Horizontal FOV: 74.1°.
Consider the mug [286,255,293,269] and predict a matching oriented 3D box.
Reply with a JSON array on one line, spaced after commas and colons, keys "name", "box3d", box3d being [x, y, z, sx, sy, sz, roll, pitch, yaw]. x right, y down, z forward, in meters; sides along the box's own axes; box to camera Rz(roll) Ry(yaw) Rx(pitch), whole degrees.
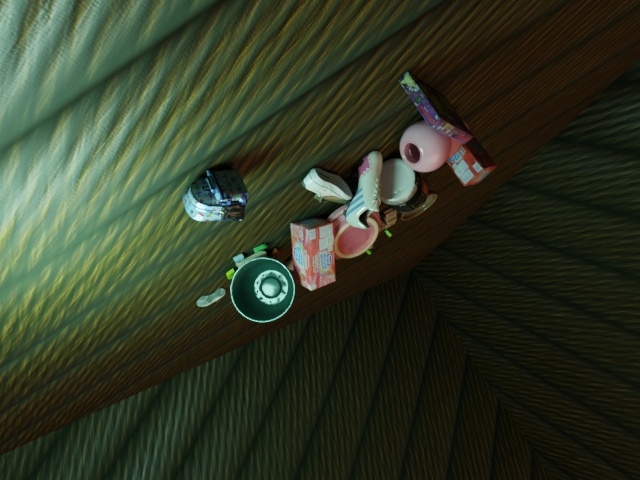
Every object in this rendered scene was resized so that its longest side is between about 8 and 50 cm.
[{"name": "mug", "box3d": [-0.151, 0.113, 2.317, 0.062, 0.078, 0.064, 12, 135, -15]}]

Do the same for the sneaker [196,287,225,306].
[{"name": "sneaker", "box3d": [-0.555, 0.299, 2.161, 0.152, 0.053, 0.061, -24, 163, -20]}]

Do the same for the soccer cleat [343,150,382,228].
[{"name": "soccer cleat", "box3d": [0.211, -0.202, 1.768, 0.116, 0.143, 0.331, -3, 119, -48]}]

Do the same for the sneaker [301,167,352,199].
[{"name": "sneaker", "box3d": [0.026, -0.215, 1.689, 0.091, 0.094, 0.258, -31, 147, 30]}]

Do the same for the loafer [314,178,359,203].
[{"name": "loafer", "box3d": [0.088, -0.204, 1.814, 0.251, 0.087, 0.094, -18, 157, -34]}]

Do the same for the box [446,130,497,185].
[{"name": "box", "box3d": [0.666, -0.392, 1.954, 0.123, 0.257, 0.128, -14, 155, -36]}]

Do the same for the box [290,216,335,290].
[{"name": "box", "box3d": [-0.032, 0.057, 1.969, 0.154, 0.142, 0.300, -18, 116, -34]}]

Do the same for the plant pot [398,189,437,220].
[{"name": "plant pot", "box3d": [0.527, -0.225, 2.390, 0.237, 0.110, 0.237, -28, 160, -11]}]

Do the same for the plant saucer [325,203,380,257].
[{"name": "plant saucer", "box3d": [0.158, -0.033, 2.078, 0.332, 0.084, 0.332, -18, 135, -18]}]

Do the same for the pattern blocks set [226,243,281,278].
[{"name": "pattern blocks set", "box3d": [-0.327, 0.111, 2.071, 0.285, 0.026, 0.325, -23, 160, -22]}]

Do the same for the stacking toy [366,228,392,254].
[{"name": "stacking toy", "box3d": [0.247, -0.060, 2.230, 0.167, 0.221, 0.052, -41, -179, 21]}]

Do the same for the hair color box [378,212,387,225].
[{"name": "hair color box", "box3d": [0.190, -0.034, 2.368, 0.347, 0.105, 0.174, -37, 161, 14]}]

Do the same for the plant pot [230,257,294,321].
[{"name": "plant pot", "box3d": [-0.254, 0.230, 2.028, 0.293, 0.293, 0.235, -31, 175, 1]}]

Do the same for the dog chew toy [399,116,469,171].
[{"name": "dog chew toy", "box3d": [0.482, -0.412, 1.739, 0.332, 0.206, 0.206, -29, 162, -28]}]

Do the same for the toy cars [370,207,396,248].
[{"name": "toy cars", "box3d": [0.340, -0.048, 2.547, 0.393, 0.087, 0.176, -46, 157, 27]}]

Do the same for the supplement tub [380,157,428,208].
[{"name": "supplement tub", "box3d": [0.382, -0.243, 1.977, 0.207, 0.207, 0.338, -37, 160, 16]}]

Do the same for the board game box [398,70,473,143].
[{"name": "board game box", "box3d": [0.415, -0.458, 1.493, 0.056, 0.208, 0.347, -42, 157, 29]}]

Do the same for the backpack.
[{"name": "backpack", "box3d": [-0.324, -0.136, 1.288, 0.173, 0.158, 0.117, -6, 143, -27]}]
